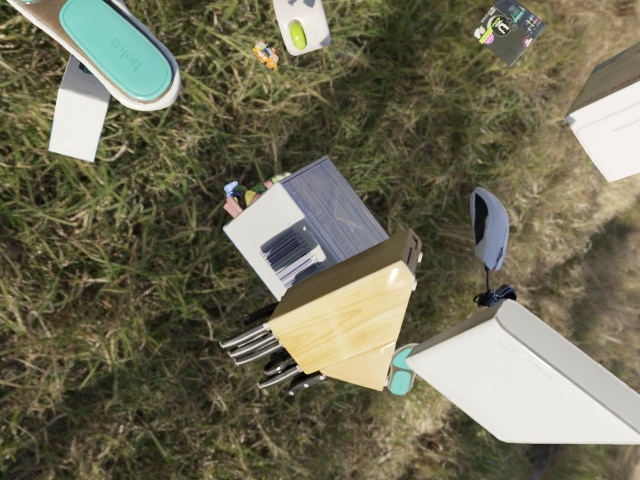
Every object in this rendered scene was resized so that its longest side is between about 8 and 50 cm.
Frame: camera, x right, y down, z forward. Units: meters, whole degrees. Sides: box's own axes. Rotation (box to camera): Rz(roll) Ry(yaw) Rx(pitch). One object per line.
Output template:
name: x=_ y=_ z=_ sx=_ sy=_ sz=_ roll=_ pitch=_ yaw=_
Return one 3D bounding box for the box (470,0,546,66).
box: x=0.291 y=-0.328 z=0.799 sx=0.052 sy=0.083 sz=0.062 roll=-51 pitch=-179 yaw=-29

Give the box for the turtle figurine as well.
turtle figurine: x=-0.098 y=-0.066 z=1.354 sx=0.198 sy=0.266 sz=0.274 roll=-49 pitch=146 yaw=-5

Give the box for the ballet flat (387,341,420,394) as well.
ballet flat: x=0.190 y=0.269 z=1.152 sx=0.213 sy=0.072 sz=0.068 roll=98 pitch=5 yaw=-46

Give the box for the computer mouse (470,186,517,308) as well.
computer mouse: x=0.262 y=0.008 z=0.775 sx=0.106 sy=0.042 sz=0.192 roll=11 pitch=73 yaw=-45

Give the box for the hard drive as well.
hard drive: x=0.244 y=0.188 z=0.672 sx=0.040 sy=0.203 sz=0.307 roll=-50 pitch=173 yaw=-22

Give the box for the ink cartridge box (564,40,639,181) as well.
ink cartridge box: x=0.615 y=-0.260 z=0.980 sx=0.168 sy=0.171 sz=0.232 roll=49 pitch=56 yaw=-11

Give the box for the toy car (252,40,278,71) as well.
toy car: x=-0.127 y=-0.419 z=1.125 sx=0.040 sy=0.122 sz=0.060 roll=-44 pitch=142 yaw=15

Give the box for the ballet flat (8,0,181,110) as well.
ballet flat: x=-0.357 y=-0.346 z=0.739 sx=0.400 sy=0.139 sz=0.139 roll=49 pitch=52 yaw=-11

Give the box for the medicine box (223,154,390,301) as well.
medicine box: x=0.000 y=0.000 z=0.999 sx=0.263 sy=0.149 sz=0.289 roll=53 pitch=25 yaw=-4

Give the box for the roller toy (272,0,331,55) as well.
roller toy: x=-0.047 y=-0.654 z=1.496 sx=0.191 sy=0.146 sz=0.209 roll=-53 pitch=128 yaw=-81

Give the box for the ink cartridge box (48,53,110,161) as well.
ink cartridge box: x=-0.428 y=-0.273 z=0.943 sx=0.078 sy=0.231 sz=0.134 roll=13 pitch=132 yaw=-26

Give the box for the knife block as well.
knife block: x=-0.011 y=0.095 z=0.693 sx=0.088 sy=0.242 sz=0.275 roll=-63 pitch=165 yaw=-57
